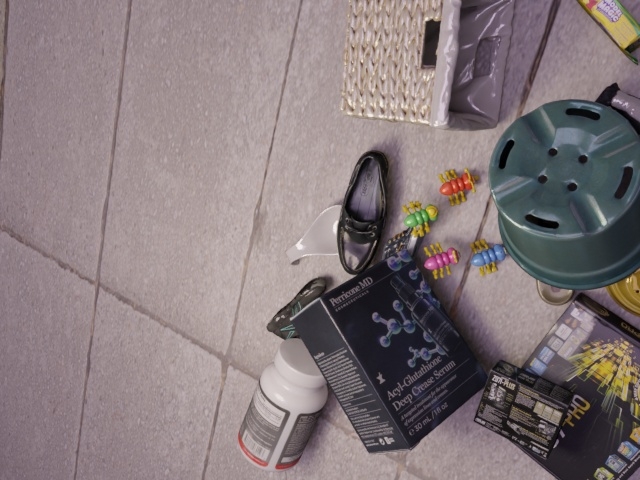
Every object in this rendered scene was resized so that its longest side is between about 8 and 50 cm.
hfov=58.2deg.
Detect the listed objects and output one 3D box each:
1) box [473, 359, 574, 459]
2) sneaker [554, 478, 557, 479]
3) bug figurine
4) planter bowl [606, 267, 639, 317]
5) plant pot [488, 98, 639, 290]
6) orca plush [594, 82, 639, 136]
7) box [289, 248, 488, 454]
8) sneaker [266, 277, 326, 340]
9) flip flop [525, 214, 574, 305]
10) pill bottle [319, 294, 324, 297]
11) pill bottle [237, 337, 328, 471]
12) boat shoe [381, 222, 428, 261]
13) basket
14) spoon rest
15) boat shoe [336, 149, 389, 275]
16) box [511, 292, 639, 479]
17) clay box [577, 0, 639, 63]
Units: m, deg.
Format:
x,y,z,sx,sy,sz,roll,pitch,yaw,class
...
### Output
x,y,z,sx,sy,sz,roll,pitch,yaw,class
0.466,0.386,1.328,0.180,0.077,0.148,22,111,29,box
0.594,0.728,1.374,0.106,0.162,0.282,-11,93,32,sneaker
0.329,-0.029,1.410,0.216,0.072,0.279,-24,87,4,bug figurine
0.712,0.077,1.218,0.217,0.090,0.217,6,102,30,planter bowl
0.487,-0.094,1.121,0.340,0.334,0.342,-7,75,27,plant pot
0.681,-0.197,1.179,0.287,0.151,0.102,33,146,19,orca plush
0.168,0.273,1.431,0.396,0.293,0.212,58,149,8,box
-0.052,0.211,1.716,0.106,0.101,0.267,43,125,1,sneaker
0.526,0.017,1.322,0.112,0.080,0.277,-4,95,31,flip flop
0.074,0.258,1.614,0.131,0.131,0.230,-14,92,32,pill bottle
-0.100,0.489,1.719,0.210,0.210,0.363,32,114,22,pill bottle
0.220,-0.003,1.513,0.083,0.065,0.184,27,113,24,boat shoe
0.242,-0.417,1.272,0.266,0.331,0.329,13,106,34,basket
0.000,0.000,1.636,0.276,0.084,0.137,-31,83,33,spoon rest
0.111,-0.069,1.503,0.127,0.113,0.340,17,97,6,boat shoe
0.620,0.368,1.328,0.318,0.097,0.395,39,117,23,box
0.587,-0.456,1.166,0.053,0.127,0.222,-42,78,29,clay box
